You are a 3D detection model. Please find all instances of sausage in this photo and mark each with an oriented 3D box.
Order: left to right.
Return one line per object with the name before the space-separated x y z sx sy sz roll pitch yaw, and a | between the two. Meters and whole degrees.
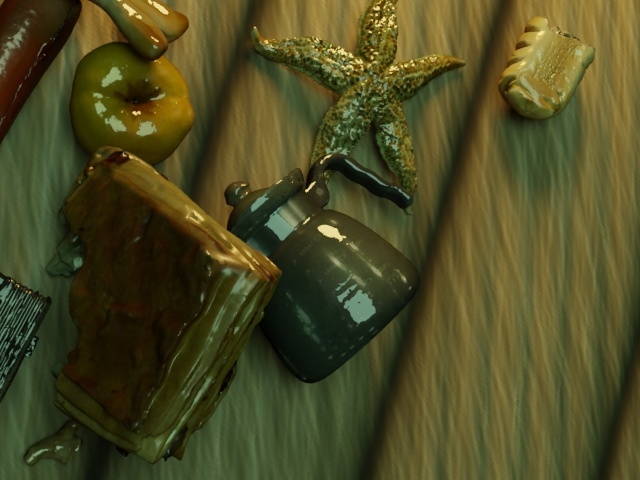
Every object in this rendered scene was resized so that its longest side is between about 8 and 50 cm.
sausage | -0.431 -0.217 1.724 0.102 0.102 0.330 31 73 -13

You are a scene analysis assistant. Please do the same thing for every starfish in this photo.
starfish | 0.087 -0.216 1.922 0.347 0.078 0.357 -32 93 -23

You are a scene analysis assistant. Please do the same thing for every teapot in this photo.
teapot | -0.002 0.002 1.776 0.305 0.223 0.285 -44 90 -5

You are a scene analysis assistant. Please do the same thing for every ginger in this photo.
ginger | -0.347 0.276 1.715 0.097 0.030 0.048 -35 67 -23

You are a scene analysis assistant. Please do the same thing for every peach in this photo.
peach | -0.261 -0.187 1.775 0.179 0.103 0.179 2 84 -22

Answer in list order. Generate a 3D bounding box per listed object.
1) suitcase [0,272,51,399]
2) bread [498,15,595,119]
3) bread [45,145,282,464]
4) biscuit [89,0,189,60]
suitcase | -0.512 0.171 1.612 0.230 0.152 0.335 29 71 -15
bread | 0.349 -0.269 2.011 0.119 0.084 0.177 35 73 -10
bread | -0.218 0.085 1.653 0.191 0.370 0.314 24 97 -51
biscuit | -0.281 -0.333 1.750 0.208 0.164 0.047 40 115 -8
